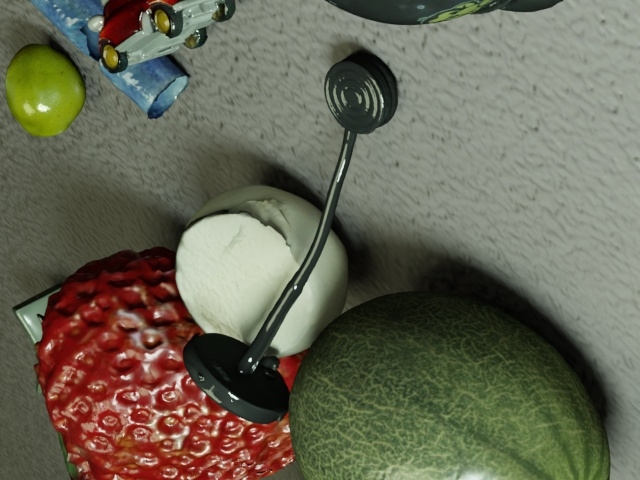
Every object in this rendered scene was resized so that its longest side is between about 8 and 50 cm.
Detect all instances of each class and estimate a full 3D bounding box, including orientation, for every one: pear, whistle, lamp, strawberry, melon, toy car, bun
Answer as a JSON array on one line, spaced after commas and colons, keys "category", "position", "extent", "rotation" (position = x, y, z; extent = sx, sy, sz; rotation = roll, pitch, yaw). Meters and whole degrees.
[{"category": "pear", "position": [-0.291, -0.161, 2.007], "extent": [0.092, 0.092, 0.097], "rotation": [21, 125, 43]}, {"category": "whistle", "position": [-0.253, -0.242, 1.867], "extent": [0.304, 0.062, 0.062], "rotation": [45, 153, 9]}, {"category": "lamp", "position": [-0.026, 0.012, 1.662], "extent": [0.130, 0.108, 0.371], "rotation": [45, 132, 21]}, {"category": "strawberry", "position": [-0.147, 0.137, 2.021], "extent": [0.292, 0.310, 0.291], "rotation": [160, 90, -86]}, {"category": "melon", "position": [0.113, 0.171, 1.654], "extent": [0.302, 0.237, 0.237], "rotation": [27, 146, 40]}, {"category": "toy car", "position": [-0.148, -0.225, 1.701], "extent": [0.139, 0.112, 0.112], "rotation": [-28, 85, 53]}, {"category": "bun", "position": [-0.048, 0.025, 1.831], "extent": [0.173, 0.120, 0.172], "rotation": [13, 118, 25]}]

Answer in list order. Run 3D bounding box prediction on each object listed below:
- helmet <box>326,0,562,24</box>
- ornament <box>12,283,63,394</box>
[{"category": "helmet", "position": [0.041, -0.243, 1.319], "extent": [0.279, 0.160, 0.230], "rotation": [54, 151, -6]}, {"category": "ornament", "position": [-0.291, 0.184, 2.406], "extent": [0.285, 0.120, 0.130], "rotation": [48, 173, 6]}]
